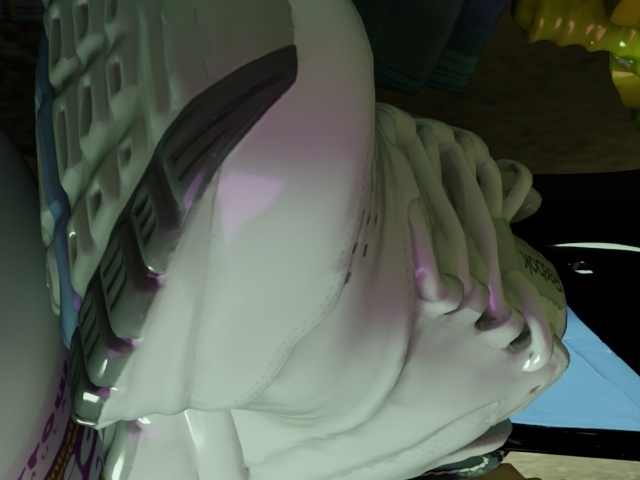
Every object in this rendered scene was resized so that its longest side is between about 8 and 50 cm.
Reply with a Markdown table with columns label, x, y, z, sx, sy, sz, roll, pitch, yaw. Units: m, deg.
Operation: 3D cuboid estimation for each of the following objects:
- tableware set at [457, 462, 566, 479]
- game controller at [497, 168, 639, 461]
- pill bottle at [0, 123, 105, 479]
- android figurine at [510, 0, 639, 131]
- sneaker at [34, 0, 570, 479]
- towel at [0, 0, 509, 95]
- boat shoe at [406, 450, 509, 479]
| label | x | y | z | sx | sy | sz | roll | pitch | yaw |
| --- | --- | --- | --- | --- | --- | --- | --- | --- | --- |
| tableware set | 0.027 | 0.134 | 0.920 | 0.141 | 0.020 | 0.169 | -14 | 177 | -41 |
| game controller | 0.033 | 0.028 | 0.653 | 0.319 | 0.067 | 0.166 | -1 | 159 | 40 |
| pill bottle | -0.150 | 0.038 | 0.552 | 0.169 | 0.169 | 0.301 | 4 | 160 | 1 |
| android figurine | 0.189 | -0.062 | 0.502 | 0.273 | 0.056 | 0.248 | 7 | 156 | -11 |
| sneaker | 0.000 | 0.000 | 0.470 | 0.129 | 0.111 | 0.297 | -4 | 165 | -2 |
| towel | -0.128 | -0.090 | 0.430 | 0.370 | 0.040 | 0.271 | 5 | 172 | -3 |
| boat shoe | -0.060 | 0.100 | 0.854 | 0.303 | 0.091 | 0.114 | -3 | 155 | 16 |
